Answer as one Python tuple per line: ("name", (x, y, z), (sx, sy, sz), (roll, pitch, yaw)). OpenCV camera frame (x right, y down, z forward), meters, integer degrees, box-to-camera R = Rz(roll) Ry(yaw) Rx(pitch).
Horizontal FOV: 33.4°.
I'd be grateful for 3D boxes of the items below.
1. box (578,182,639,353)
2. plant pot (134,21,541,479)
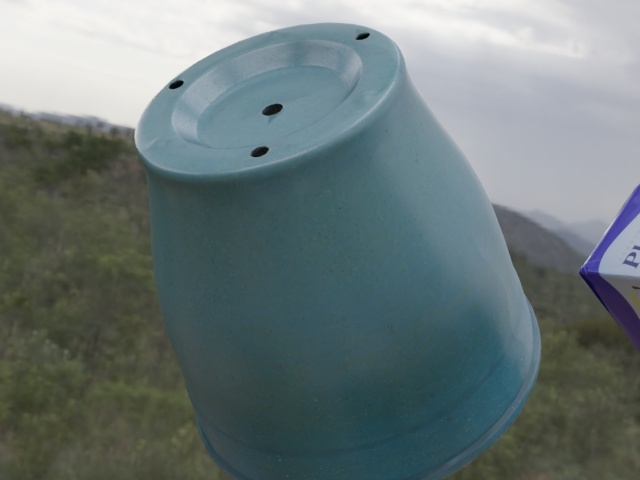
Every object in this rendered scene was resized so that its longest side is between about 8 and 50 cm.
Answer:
("box", (0.231, 0.037, 0.557), (0.126, 0.072, 0.137), (48, -21, -26))
("plant pot", (0.000, 0.000, 0.748), (0.272, 0.255, 0.271), (-12, 36, 9))
